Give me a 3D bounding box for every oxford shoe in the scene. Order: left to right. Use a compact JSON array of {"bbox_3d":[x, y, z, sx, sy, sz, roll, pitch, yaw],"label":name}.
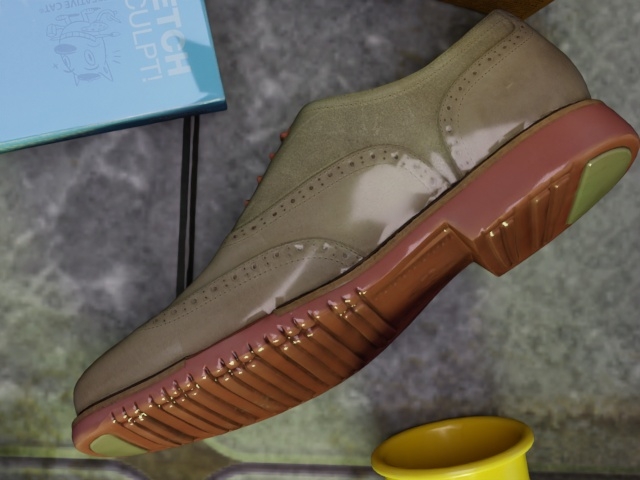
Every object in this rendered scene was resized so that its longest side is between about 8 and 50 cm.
[{"bbox_3d":[0.000,0.000,0.622,0.348,0.123,0.130,-31,68,-1],"label":"oxford shoe"}]

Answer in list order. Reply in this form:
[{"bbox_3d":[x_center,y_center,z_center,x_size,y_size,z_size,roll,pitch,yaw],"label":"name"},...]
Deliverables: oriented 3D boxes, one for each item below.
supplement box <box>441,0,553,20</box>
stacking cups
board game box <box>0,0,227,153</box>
[{"bbox_3d":[0.099,-0.169,0.544,0.080,0.233,0.078,10,92,-1],"label":"supplement box"},{"bbox_3d":[0.103,0.267,0.644,0.096,0.096,0.316,-11,98,-4],"label":"stacking cups"},{"bbox_3d":[-0.200,-0.205,0.604,0.242,0.064,0.317,-13,93,-4],"label":"board game box"}]
